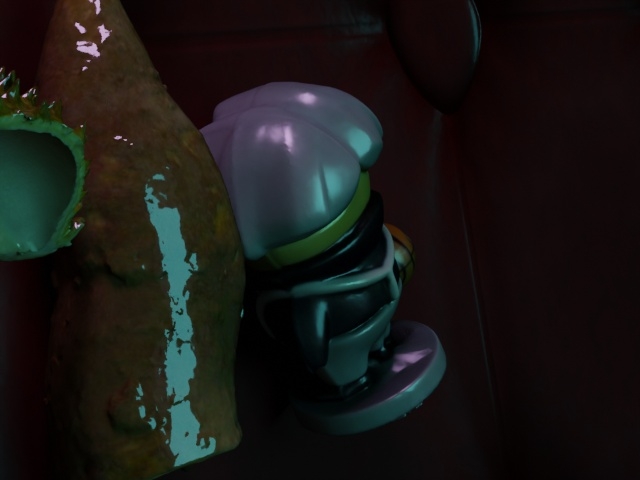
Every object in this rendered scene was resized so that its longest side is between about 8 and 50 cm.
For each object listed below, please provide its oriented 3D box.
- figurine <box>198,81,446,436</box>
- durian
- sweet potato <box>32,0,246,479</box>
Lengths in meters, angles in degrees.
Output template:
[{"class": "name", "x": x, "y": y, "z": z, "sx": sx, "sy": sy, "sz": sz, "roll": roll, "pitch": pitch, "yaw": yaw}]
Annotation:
[{"class": "figurine", "x": 0.000, "y": 0.000, "z": 1.252, "sx": 0.236, "sy": 0.133, "sz": 0.176, "roll": 65, "pitch": 30, "yaw": -26}, {"class": "durian", "x": -0.224, "y": -0.037, "z": 0.945, "sx": 0.252, "sy": 0.144, "sz": 0.139, "roll": -17, "pitch": 114, "yaw": -46}, {"class": "sweet potato", "x": -0.113, "y": -0.013, "z": 1.107, "sx": 0.131, "sy": 0.131, "sz": 0.336, "roll": 1, "pitch": 85, "yaw": -54}]
